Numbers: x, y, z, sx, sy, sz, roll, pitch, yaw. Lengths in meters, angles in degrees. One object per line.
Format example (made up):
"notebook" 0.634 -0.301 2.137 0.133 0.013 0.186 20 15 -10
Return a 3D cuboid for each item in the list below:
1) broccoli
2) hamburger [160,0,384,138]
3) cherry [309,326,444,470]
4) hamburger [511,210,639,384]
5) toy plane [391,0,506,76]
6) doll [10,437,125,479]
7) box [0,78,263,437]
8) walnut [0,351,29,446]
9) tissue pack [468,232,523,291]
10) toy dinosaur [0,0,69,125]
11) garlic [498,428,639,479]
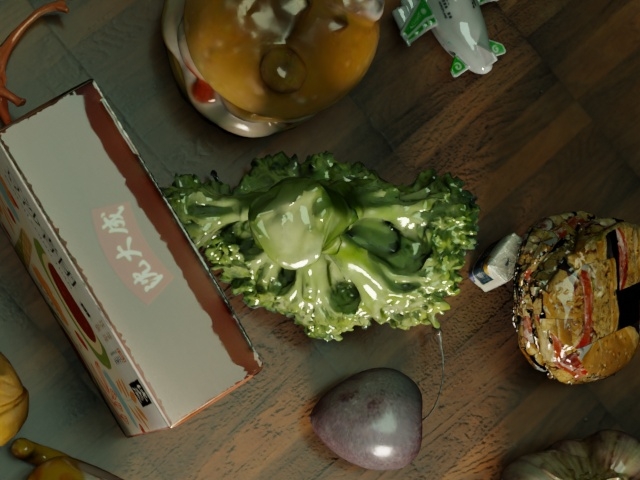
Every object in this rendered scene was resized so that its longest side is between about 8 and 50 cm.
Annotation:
"broccoli" 0.031 -0.009 1.825 0.353 0.397 0.275 -16 87 -24
"hamburger" -0.052 -0.271 1.925 0.276 0.237 0.277 2 83 -15
"cherry" 0.065 0.192 1.953 0.148 0.115 0.188 -6 71 23
"hamburger" 0.333 0.074 2.000 0.231 0.106 0.231 -11 104 -48
"toy plane" 0.178 -0.297 2.068 0.174 0.080 0.174 3 79 -13
"doll" -0.294 0.374 1.797 0.166 0.162 0.270 30 66 -40
"box" -0.232 0.038 1.746 0.122 0.385 0.345 -31 90 -16
"walnut" -0.428 0.185 1.801 0.180 0.144 0.144 -22 87 -12
"tissue pack" 0.230 0.028 2.025 0.042 0.083 0.062 41 74 -4
"toy dinosaur" -0.398 -0.183 1.911 0.279 0.055 0.101 -40 70 -14
"garlic" 0.330 0.356 1.968 0.244 0.160 0.245 -1 70 4
